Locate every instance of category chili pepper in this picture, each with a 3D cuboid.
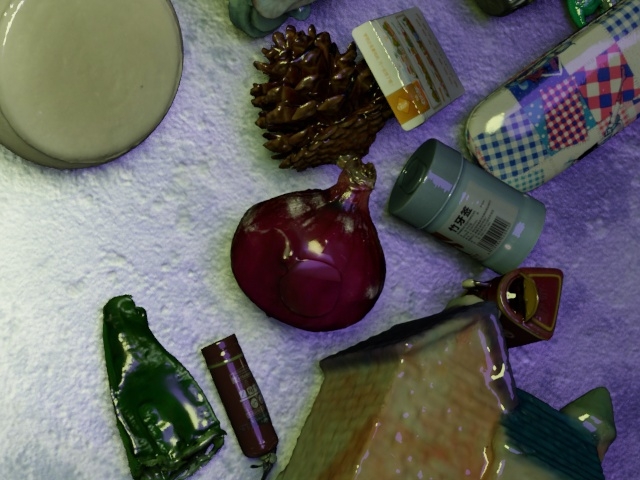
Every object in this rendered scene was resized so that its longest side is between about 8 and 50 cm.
[{"bbox_3d":[-0.176,0.159,1.348,0.108,0.062,0.216,-18,90,-26],"label":"chili pepper"}]

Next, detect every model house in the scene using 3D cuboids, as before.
[{"bbox_3d":[0.151,0.217,1.366,0.312,0.245,0.280,29,68,-15],"label":"model house"}]

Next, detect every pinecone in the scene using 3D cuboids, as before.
[{"bbox_3d":[-0.004,-0.155,1.388,0.174,0.173,0.173,2,84,-18],"label":"pinecone"}]

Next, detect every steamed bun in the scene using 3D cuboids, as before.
[{"bbox_3d":[-0.261,-0.191,1.303,0.232,0.145,0.232,-11,109,-34],"label":"steamed bun"}]

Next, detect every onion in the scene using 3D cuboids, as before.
[{"bbox_3d":[-0.001,0.008,1.343,0.173,0.135,0.198,24,117,-9],"label":"onion"}]

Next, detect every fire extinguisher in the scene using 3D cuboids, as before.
[{"bbox_3d":[-0.082,0.181,1.385,0.064,0.043,0.158,-26,95,-61],"label":"fire extinguisher"}]

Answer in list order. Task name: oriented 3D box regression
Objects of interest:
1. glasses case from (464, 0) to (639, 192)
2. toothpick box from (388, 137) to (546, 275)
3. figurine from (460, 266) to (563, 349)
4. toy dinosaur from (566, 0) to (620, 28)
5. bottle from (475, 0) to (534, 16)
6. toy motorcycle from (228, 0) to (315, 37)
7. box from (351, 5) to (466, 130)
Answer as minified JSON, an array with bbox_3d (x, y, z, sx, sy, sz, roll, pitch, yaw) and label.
[{"bbox_3d":[0.317,-0.181,1.517,0.327,0.076,0.125,-35,103,-7],"label":"glasses case"},{"bbox_3d":[0.167,-0.037,1.459,0.153,0.101,0.101,30,76,-13],"label":"toothpick box"},{"bbox_3d":[0.207,0.066,1.433,0.098,0.154,0.082,18,74,-12],"label":"figurine"},{"bbox_3d":[0.363,-0.279,1.579,0.096,0.059,0.132,-28,89,-7],"label":"toy dinosaur"},{"bbox_3d":[0.290,-0.362,1.528,0.260,0.112,0.112,-39,97,-17],"label":"bottle"},{"bbox_3d":[0.011,-0.363,1.373,0.182,0.241,0.319,43,72,-3],"label":"toy motorcycle"},{"bbox_3d":[0.102,-0.194,1.411,0.032,0.220,0.122,-27,95,22],"label":"box"}]
